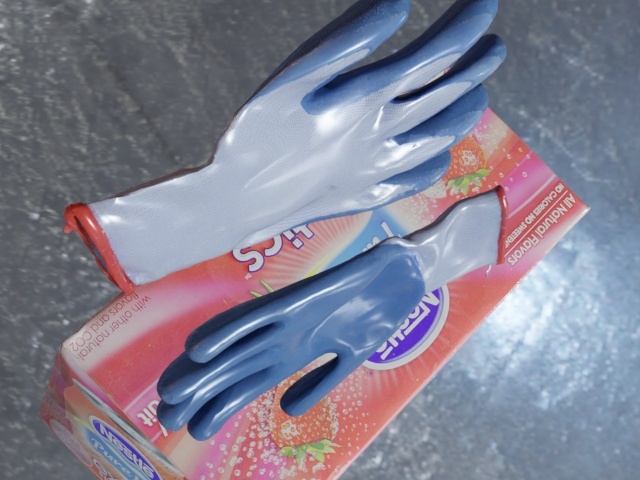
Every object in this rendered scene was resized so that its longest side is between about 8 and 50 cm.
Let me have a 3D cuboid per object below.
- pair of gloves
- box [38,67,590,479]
[{"bbox_3d":[0.000,0.000,0.421,0.159,0.023,0.198,-28,147,-11],"label":"pair of gloves"},{"bbox_3d":[-0.002,0.043,0.704,0.154,0.142,0.300,46,62,5],"label":"box"}]
